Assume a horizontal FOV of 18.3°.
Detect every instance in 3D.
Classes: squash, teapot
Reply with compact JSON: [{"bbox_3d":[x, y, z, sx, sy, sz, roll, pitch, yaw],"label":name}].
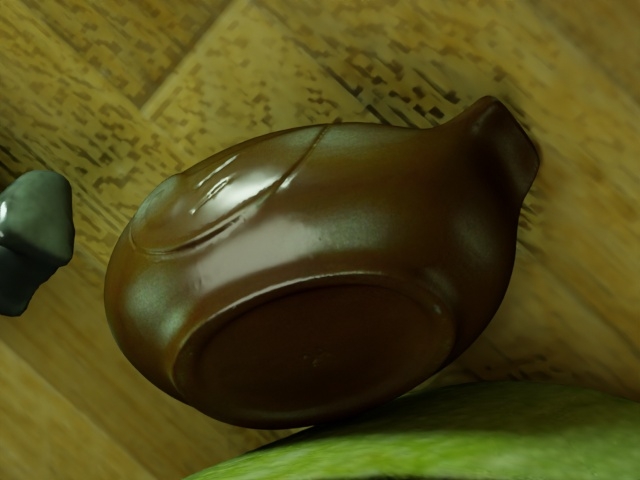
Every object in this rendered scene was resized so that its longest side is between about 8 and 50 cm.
[{"bbox_3d":[0.010,0.137,0.598,0.204,0.155,0.237,35,131,6],"label":"squash"},{"bbox_3d":[0.000,0.000,0.558,0.129,0.078,0.098,-25,136,23],"label":"teapot"}]

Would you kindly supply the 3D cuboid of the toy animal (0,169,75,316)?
[{"bbox_3d":[-0.220,-0.082,0.603,0.343,0.106,0.168,46,139,1],"label":"toy animal"}]
